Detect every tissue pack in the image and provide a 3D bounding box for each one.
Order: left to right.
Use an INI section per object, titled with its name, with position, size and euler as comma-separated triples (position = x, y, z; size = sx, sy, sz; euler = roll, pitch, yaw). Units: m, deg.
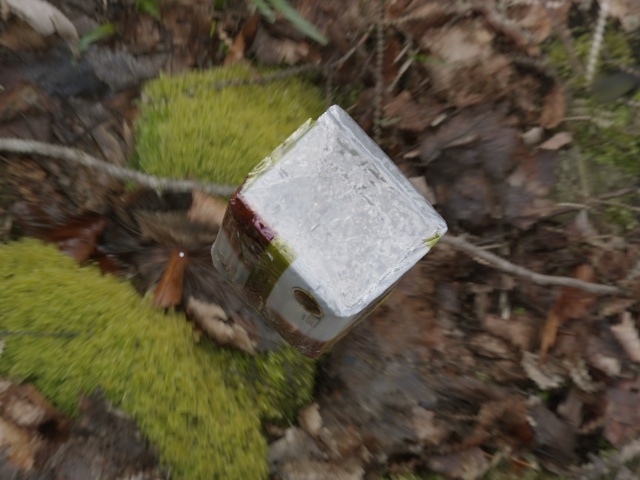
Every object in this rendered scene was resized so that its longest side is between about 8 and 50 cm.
[tissue pack]
position = 0.000, 0.001, 0.988
size = 0.099, 0.149, 0.106
euler = -40, 84, -16
